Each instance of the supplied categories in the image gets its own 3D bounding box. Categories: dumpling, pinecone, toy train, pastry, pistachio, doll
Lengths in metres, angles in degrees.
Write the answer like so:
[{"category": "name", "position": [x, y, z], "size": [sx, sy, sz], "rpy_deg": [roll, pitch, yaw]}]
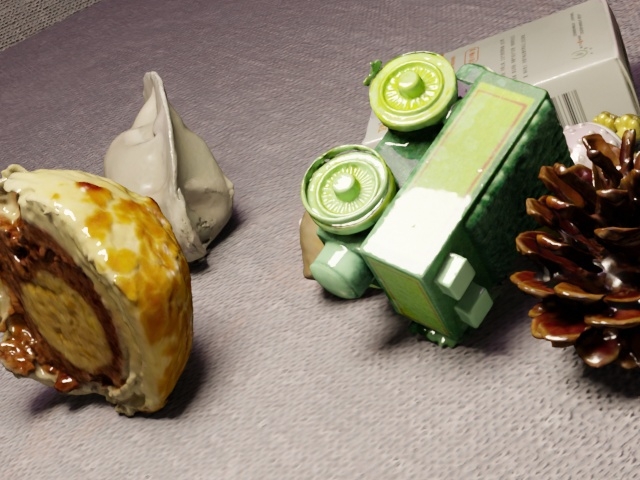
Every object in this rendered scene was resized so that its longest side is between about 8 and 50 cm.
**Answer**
[{"category": "dumpling", "position": [-0.208, -0.082, 1.586], "size": [0.163, 0.204, 0.293], "rpy_deg": [-32, 33, 6]}, {"category": "pinecone", "position": [0.253, 0.006, 1.052], "size": [0.208, 0.207, 0.207], "rpy_deg": [-18, 25, 9]}, {"category": "toy train", "position": [0.109, -0.048, 1.205], "size": [0.188, 0.159, 0.271], "rpy_deg": [26, 72, 34]}, {"category": "pastry", "position": [-0.215, 0.039, 1.295], "size": [0.237, 0.255, 0.170], "rpy_deg": [13, 33, 33]}, {"category": "pistachio", "position": [0.028, -0.005, 1.362], "size": [0.113, 0.113, 0.149], "rpy_deg": [-17, 10, 11]}, {"category": "doll", "position": [0.251, -0.063, 1.315], "size": [0.207, 0.081, 0.129], "rpy_deg": [-39, 32, -29]}]

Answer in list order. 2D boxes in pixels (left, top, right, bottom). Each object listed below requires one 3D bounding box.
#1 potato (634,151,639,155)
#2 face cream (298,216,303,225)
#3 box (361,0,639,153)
[{"category": "potato", "position": [0.299, -0.035, 1.226], "size": [0.138, 0.070, 0.092], "rpy_deg": [-36, 46, -22]}, {"category": "face cream", "position": [0.000, 0.000, 1.464], "size": [0.038, 0.020, 0.115], "rpy_deg": [-15, 28, -7]}, {"category": "box", "position": [0.211, -0.158, 1.491], "size": [0.300, 0.106, 0.200], "rpy_deg": [-17, 25, 17]}]
